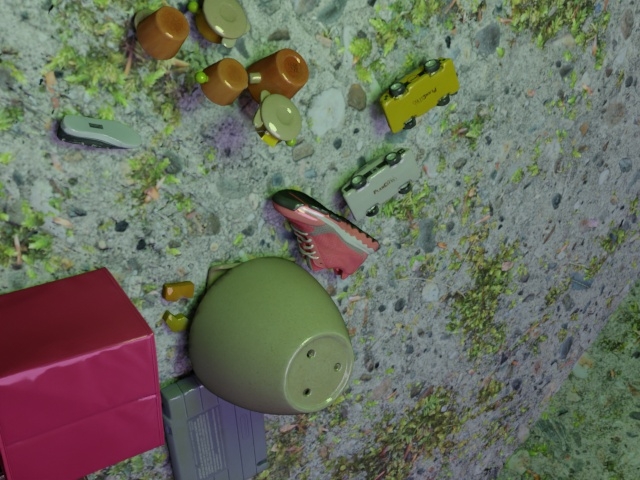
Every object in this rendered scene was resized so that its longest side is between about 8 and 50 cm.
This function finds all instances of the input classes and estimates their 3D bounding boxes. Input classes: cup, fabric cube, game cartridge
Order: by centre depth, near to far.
[{"bbox_3d":[-0.441,0.236,1.196,0.258,0.254,0.259,-16,123,-30],"label":"fabric cube"},{"bbox_3d":[-0.069,0.223,1.421,0.330,0.237,0.332,-12,112,-33],"label":"cup"},{"bbox_3d":[-0.239,0.436,1.594,0.230,0.068,0.355,-18,125,-25],"label":"game cartridge"}]

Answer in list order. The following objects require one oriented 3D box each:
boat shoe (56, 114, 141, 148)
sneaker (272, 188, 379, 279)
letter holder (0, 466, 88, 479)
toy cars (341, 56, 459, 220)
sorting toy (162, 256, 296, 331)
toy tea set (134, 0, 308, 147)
[{"bbox_3d":[-0.372,-0.177,1.171,0.142,0.049,0.040,9,141,-42],"label":"boat shoe"},{"bbox_3d":[0.001,0.000,1.501,0.313,0.116,0.136,29,96,-43],"label":"sneaker"},{"bbox_3d":[-0.557,0.489,1.319,0.214,0.152,0.302,-24,126,-28],"label":"letter holder"},{"bbox_3d":[0.161,-0.227,1.524,0.176,0.087,0.394,11,110,-35],"label":"toy cars"},{"bbox_3d":[-0.191,0.151,1.486,0.307,0.041,0.229,-5,117,-36],"label":"sorting toy"},{"bbox_3d":[-0.168,-0.300,1.214,0.336,0.124,0.200,36,55,-26],"label":"toy tea set"}]
